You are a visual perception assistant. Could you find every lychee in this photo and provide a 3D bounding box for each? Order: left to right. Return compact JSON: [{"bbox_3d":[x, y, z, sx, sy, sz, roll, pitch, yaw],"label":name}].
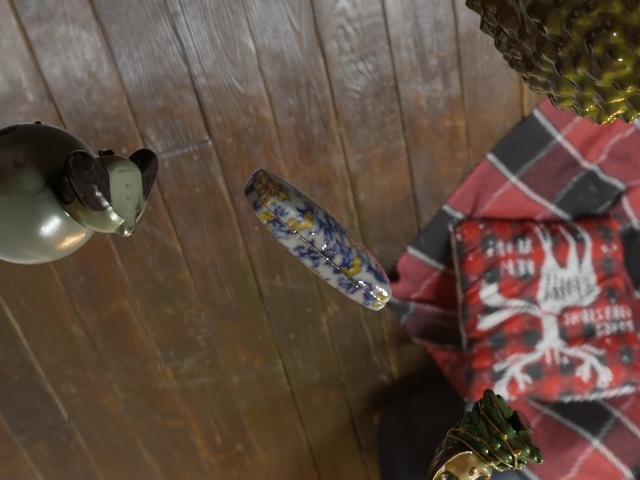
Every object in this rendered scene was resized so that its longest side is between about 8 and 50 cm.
[{"bbox_3d":[0.237,-0.257,0.856,0.269,0.320,0.270,-1,153,0],"label":"lychee"}]

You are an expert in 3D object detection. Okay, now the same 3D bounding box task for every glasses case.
[{"bbox_3d":[0.000,0.000,1.274,0.065,0.087,0.248,-39,124,17],"label":"glasses case"}]

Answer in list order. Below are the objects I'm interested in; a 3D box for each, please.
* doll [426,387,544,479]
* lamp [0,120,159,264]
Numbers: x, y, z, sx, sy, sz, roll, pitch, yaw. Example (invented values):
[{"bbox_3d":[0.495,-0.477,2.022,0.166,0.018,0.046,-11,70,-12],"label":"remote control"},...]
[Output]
[{"bbox_3d":[0.132,0.178,0.915,0.113,0.077,0.078,-22,163,18],"label":"doll"},{"bbox_3d":[-0.333,-0.061,1.270,0.243,0.198,0.198,-5,138,29],"label":"lamp"}]
